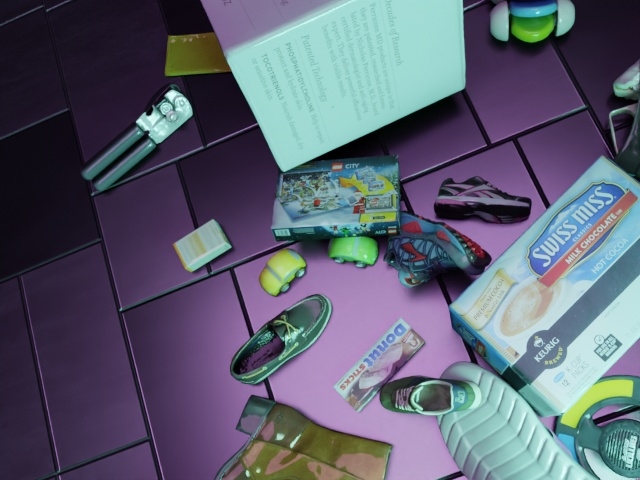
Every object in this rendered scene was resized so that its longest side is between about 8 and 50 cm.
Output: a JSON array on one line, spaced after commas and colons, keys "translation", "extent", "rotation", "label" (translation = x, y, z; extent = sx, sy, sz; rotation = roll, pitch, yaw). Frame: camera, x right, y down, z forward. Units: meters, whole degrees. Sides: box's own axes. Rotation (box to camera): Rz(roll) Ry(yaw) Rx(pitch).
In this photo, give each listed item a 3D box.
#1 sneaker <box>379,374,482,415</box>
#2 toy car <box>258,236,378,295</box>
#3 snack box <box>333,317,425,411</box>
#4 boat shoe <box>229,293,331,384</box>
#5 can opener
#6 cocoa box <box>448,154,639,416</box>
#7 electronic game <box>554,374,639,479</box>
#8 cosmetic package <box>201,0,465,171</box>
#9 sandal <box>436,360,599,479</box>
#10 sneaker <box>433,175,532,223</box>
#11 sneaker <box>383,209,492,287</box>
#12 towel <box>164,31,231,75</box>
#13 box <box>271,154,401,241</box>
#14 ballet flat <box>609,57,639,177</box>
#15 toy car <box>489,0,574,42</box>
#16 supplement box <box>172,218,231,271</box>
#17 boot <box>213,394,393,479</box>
[{"translation": [0.167, 0.260, 1.122], "extent": [0.192, 0.086, 0.064], "rotation": [-11, 76, 37], "label": "sneaker"}, {"translation": [0.000, 0.000, 1.288], "extent": [0.225, 0.053, 0.239], "rotation": [9, 77, 15], "label": "toy car"}, {"translation": [0.108, 0.227, 1.217], "extent": [0.178, 0.022, 0.064], "rotation": [-45, 69, -3], "label": "snack box"}, {"translation": [-0.073, 0.182, 1.243], "extent": [0.228, 0.069, 0.081], "rotation": [-43, 71, -2], "label": "boat shoe"}, {"translation": [-0.394, -0.221, 1.437], "extent": [0.280, 0.074, 0.093], "rotation": [-44, 36, -4], "label": "can opener"}, {"translation": [0.407, 0.083, 1.082], "extent": [0.347, 0.231, 0.228], "rotation": [-44, 71, -2], "label": "cocoa box"}, {"translation": [0.487, 0.329, 1.054], "extent": [0.229, 0.048, 0.229], "rotation": [-6, 79, 35], "label": "electronic game"}, {"translation": [0.012, -0.406, 1.219], "extent": [0.393, 0.327, 0.329], "rotation": [-26, 58, 0], "label": "cosmetic package"}, {"translation": [0.346, 0.370, 1.083], "extent": [0.416, 0.102, 0.169], "rotation": [46, 112, 33], "label": "sandal"}, {"translation": [0.304, -0.085, 1.241], "extent": [0.178, 0.072, 0.077], "rotation": [8, 65, 8], "label": "sneaker"}, {"translation": [0.196, 0.036, 1.165], "extent": [0.104, 0.262, 0.125], "rotation": [29, 90, -23], "label": "sneaker"}, {"translation": [-0.231, -0.418, 1.474], "extent": [0.237, 0.021, 0.102], "rotation": [-1, 73, 12], "label": "towel"}, {"translation": [0.032, -0.079, 1.243], "extent": [0.233, 0.044, 0.159], "rotation": [-3, 53, 10], "label": "box"}, {"translation": [0.583, -0.253, 1.218], "extent": [0.096, 0.095, 0.280], "rotation": [8, 76, 27], "label": "ballet flat"}, {"translation": [0.410, -0.482, 1.293], "extent": [0.159, 0.136, 0.182], "rotation": [-1, 74, 12], "label": "toy car"}, {"translation": [-0.239, 0.011, 1.345], "extent": [0.098, 0.036, 0.062], "rotation": [-31, 70, 2], "label": "supplement box"}, {"translation": [-0.039, 0.439, 1.172], "extent": [0.280, 0.096, 0.264], "rotation": [20, 72, 9], "label": "boot"}]
